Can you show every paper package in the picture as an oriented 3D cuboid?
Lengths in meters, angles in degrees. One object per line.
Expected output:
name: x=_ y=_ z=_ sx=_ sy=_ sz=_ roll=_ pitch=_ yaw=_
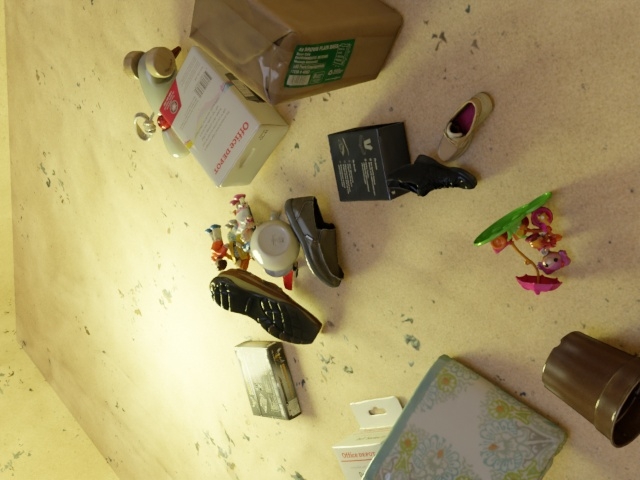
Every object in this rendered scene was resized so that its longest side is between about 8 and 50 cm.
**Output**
paper package: x=-0.053 y=-0.444 z=1.465 sx=0.309 sy=0.324 sz=0.168 roll=42 pitch=133 yaw=27

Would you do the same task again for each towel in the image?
towel: x=0.293 y=0.480 z=1.529 sx=0.320 sy=0.090 sz=0.375 roll=32 pitch=90 yaw=32

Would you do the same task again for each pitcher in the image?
pitcher: x=-0.117 y=-0.005 z=1.832 sx=0.207 sy=0.125 sz=0.178 roll=94 pitch=169 yaw=-79

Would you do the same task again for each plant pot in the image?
plant pot: x=0.504 y=0.254 z=1.285 sx=0.165 sy=0.166 sz=0.167 roll=34 pitch=129 yaw=45

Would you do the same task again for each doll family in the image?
doll family: x=-0.215 y=-0.005 z=1.994 sx=0.263 sy=0.118 sz=0.163 roll=-44 pitch=55 yaw=45

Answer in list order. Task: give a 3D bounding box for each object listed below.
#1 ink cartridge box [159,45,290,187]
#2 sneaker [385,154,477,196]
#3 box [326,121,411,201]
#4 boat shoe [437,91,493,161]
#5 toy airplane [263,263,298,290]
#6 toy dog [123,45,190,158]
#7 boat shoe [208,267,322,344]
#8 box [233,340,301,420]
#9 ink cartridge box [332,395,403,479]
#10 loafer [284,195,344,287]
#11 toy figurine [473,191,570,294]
ink cartridge box: x=-0.256 y=-0.320 z=1.856 sx=0.306 sy=0.131 sz=0.226 roll=51 pitch=123 yaw=18
sneaker: x=0.225 y=-0.119 z=1.456 sx=0.170 sy=0.089 sz=0.051 roll=27 pitch=160 yaw=27
box: x=0.111 y=-0.171 z=1.573 sx=0.158 sy=0.093 sz=0.156 roll=2 pitch=108 yaw=48
boat shoe: x=0.271 y=-0.219 z=1.405 sx=0.063 sy=0.059 sz=0.170 roll=49 pitch=136 yaw=21
toy airplane: x=-0.114 y=0.063 z=1.966 sx=0.151 sy=0.028 sz=0.151 roll=19 pitch=117 yaw=42
toy dog: x=-0.429 y=-0.421 z=2.049 sx=0.220 sy=0.161 sz=0.334 roll=30 pitch=140 yaw=27
boat shoe: x=-0.140 y=0.163 z=1.944 sx=0.324 sy=0.120 sz=0.123 roll=29 pitch=123 yaw=3
box: x=-0.161 y=0.418 z=2.145 sx=0.183 sy=0.056 sz=0.231 roll=-9 pitch=99 yaw=49
ink cartridge box: x=0.165 y=0.588 z=1.812 sx=0.207 sy=0.119 sz=0.354 roll=-26 pitch=86 yaw=50
loafer: x=0.000 y=0.000 z=1.762 sx=0.087 sy=0.094 sz=0.251 roll=-24 pitch=101 yaw=19
toy figurine: x=0.406 y=0.020 z=1.346 sx=0.173 sy=0.130 sz=0.159 roll=-36 pitch=92 yaw=24
